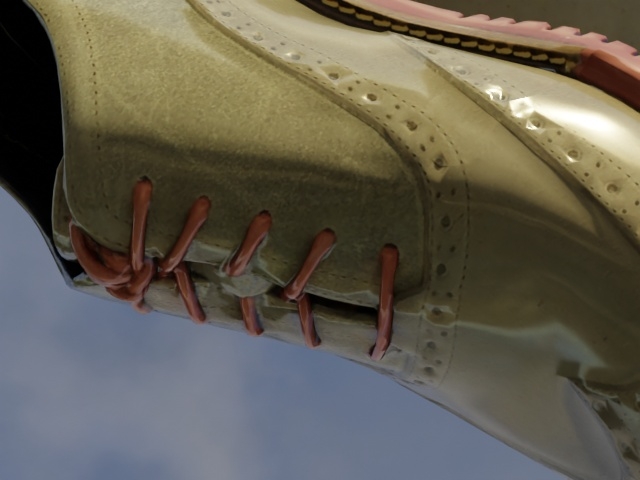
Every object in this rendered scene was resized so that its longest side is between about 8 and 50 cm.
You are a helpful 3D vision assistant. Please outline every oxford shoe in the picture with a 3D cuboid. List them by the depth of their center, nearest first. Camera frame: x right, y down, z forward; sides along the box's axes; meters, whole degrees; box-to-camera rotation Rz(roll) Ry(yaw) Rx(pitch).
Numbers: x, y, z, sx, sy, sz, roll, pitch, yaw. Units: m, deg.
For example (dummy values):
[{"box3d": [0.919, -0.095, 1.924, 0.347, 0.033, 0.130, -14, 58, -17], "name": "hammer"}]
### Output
[{"box3d": [0.000, 0.000, 0.457, 0.348, 0.130, 0.123, 32, -45, 30], "name": "oxford shoe"}]

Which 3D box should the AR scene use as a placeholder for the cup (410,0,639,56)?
[{"box3d": [0.145, -0.079, 0.888, 0.331, 0.331, 0.237, -37, -80, 10], "name": "cup"}]
